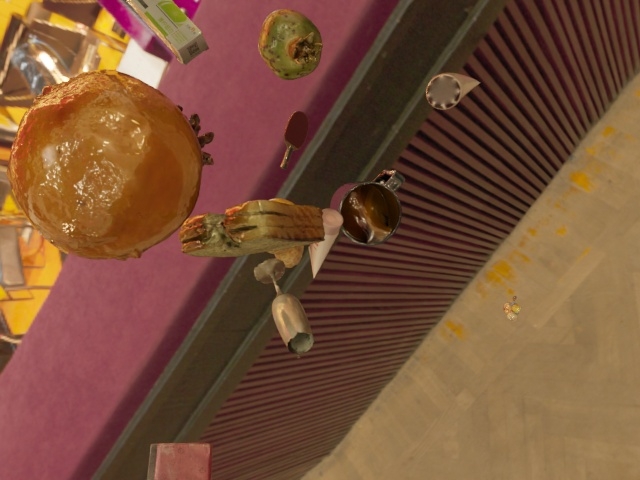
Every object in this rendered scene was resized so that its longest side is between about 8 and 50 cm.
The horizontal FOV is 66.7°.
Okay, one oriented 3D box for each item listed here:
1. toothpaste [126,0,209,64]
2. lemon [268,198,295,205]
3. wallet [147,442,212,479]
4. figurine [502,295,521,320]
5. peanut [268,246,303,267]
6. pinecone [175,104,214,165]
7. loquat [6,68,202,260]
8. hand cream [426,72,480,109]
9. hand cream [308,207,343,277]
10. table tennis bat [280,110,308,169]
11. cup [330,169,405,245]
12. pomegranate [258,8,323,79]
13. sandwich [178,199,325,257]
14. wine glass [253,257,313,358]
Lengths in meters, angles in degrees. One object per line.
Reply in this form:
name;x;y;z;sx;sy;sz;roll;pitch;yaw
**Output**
toothpaste;-0.422;-0.593;1.250;0.081;0.067;0.336;-39;74;-8
lemon;-0.174;-0.090;2.058;0.203;0.178;0.178;18;96;10
wallet;-0.267;0.503;0.907;0.025;0.120;0.232;127;145;-66
figurine;0.608;0.213;1.534;0.047;0.083;0.050;18;116;-1
peanut;-0.155;0.003;1.911;0.153;0.325;0.140;-40;51;-12
pinecone;-0.425;-0.294;1.410;0.202;0.229;0.201;104;161;-49
loquat;-0.367;-0.125;0.852;0.329;0.328;0.328;-4;83;35
hand cream;0.478;-0.570;1.798;0.186;0.358;0.117;11;117;19
hand cream;0.000;0.000;1.630;0.247;0.083;0.133;113;156;-45
table tennis bat;-0.124;-0.457;2.225;0.021;0.154;0.274;19;89;34
cup;0.174;-0.150;1.950;0.242;0.292;0.307;11;96;-9
pomegranate;-0.095;-0.670;1.631;0.286;0.231;0.230;-164;84;-76
sandwich;-0.167;-0.022;1.126;0.273;0.249;0.095;-10;84;31
wine glass;-0.072;0.127;0.966;0.074;0.074;0.262;-57;31;16
